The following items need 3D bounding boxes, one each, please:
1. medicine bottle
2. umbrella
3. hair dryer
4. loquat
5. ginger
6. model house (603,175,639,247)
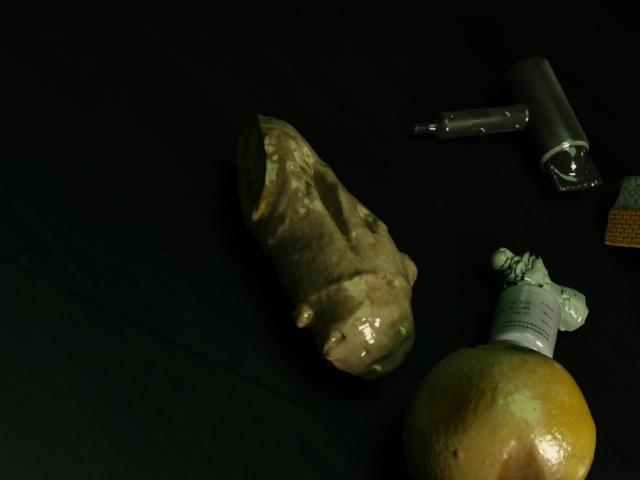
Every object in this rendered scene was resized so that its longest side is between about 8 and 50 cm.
[{"bbox_3d":[0.239,0.122,2.077,0.080,0.080,0.130,27,46,-9],"label":"medicine bottle"},{"bbox_3d":[0.269,0.059,2.162,0.143,0.062,0.067,37,76,-8],"label":"umbrella"},{"bbox_3d":[0.233,-0.137,2.307,0.248,0.078,0.196,-9,60,-25],"label":"hair dryer"},{"bbox_3d":[0.195,0.213,1.896,0.213,0.213,0.213,16,48,-19],"label":"loquat"},{"bbox_3d":[0.000,0.000,2.000,0.190,0.126,0.354,-22,70,-35],"label":"ginger"},{"bbox_3d":[0.436,-0.018,2.319,0.100,0.087,0.100,45,61,-38],"label":"model house"}]
